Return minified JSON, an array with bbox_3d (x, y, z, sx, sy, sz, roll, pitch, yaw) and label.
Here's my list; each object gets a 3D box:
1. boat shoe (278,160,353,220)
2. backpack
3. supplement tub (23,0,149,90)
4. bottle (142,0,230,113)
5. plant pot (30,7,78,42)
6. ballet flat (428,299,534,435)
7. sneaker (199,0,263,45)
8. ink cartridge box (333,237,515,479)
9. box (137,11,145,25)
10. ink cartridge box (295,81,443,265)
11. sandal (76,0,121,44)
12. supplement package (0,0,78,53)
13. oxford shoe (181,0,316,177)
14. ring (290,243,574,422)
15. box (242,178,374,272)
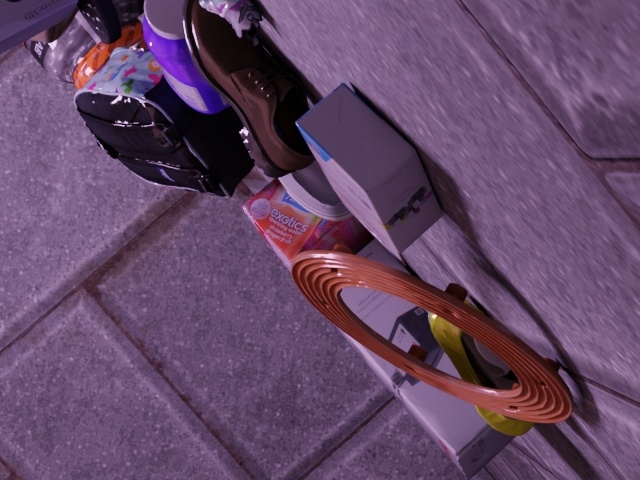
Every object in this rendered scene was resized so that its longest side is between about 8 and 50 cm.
[{"bbox_3d":[-0.038,-0.118,1.585,0.227,0.079,0.081,52,-179,10],"label":"boat shoe"},{"bbox_3d":[-0.217,-0.179,1.943,0.253,0.191,0.225,4,142,44],"label":"backpack"},{"bbox_3d":[-0.444,-0.416,2.336,0.338,0.207,0.207,48,176,10],"label":"supplement tub"},{"bbox_3d":[-0.157,-0.239,1.655,0.118,0.092,0.283,48,176,10],"label":"bottle"},{"bbox_3d":[-0.502,-0.450,2.107,0.280,0.323,0.323,28,177,-2],"label":"plant pot"},{"bbox_3d":[0.206,0.156,1.599,0.077,0.077,0.231,12,144,56],"label":"ballet flat"},{"bbox_3d":[-0.085,-0.225,1.371,0.069,0.038,0.098,51,176,-18],"label":"sneaker"},{"bbox_3d":[0.147,0.170,1.931,0.307,0.129,0.223,48,176,20],"label":"ink cartridge box"},{"bbox_3d":[-0.191,-0.269,2.107,0.184,0.045,0.191,53,175,-31],"label":"box"},{"bbox_3d":[0.052,-0.058,1.278,0.104,0.061,0.181,47,175,27],"label":"ink cartridge box"},{"bbox_3d":[-0.311,-0.428,1.665,0.167,0.107,0.445,47,163,45],"label":"sandal"},{"bbox_3d":[-0.436,-0.329,1.675,0.203,0.194,0.149,60,168,-8],"label":"supplement package"},{"bbox_3d":[-0.065,-0.179,1.473,0.096,0.083,0.227,-12,116,54],"label":"oxford shoe"},{"bbox_3d":[0.120,0.098,1.457,0.337,0.032,0.336,27,164,8],"label":"ring"},{"bbox_3d":[0.000,0.000,1.978,0.128,0.123,0.257,48,176,25],"label":"box"}]
